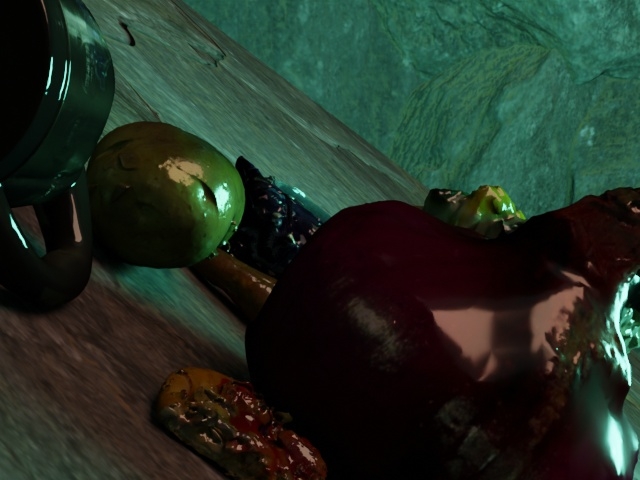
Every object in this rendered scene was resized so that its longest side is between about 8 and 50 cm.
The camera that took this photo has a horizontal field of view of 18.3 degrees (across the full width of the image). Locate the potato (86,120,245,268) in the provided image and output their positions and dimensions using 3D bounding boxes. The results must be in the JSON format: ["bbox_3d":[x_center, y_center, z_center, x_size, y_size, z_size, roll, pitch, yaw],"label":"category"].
[{"bbox_3d":[-0.159,-0.043,1.994,0.169,0.143,0.248,37,1,-5],"label":"potato"}]

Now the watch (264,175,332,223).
[{"bbox_3d":[0.000,0.000,2.641,0.193,0.068,0.206,32,10,-32],"label":"watch"}]

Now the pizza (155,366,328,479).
[{"bbox_3d":[-0.049,0.173,1.709,0.193,0.053,0.201,42,9,4],"label":"pizza"}]

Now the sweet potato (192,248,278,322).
[{"bbox_3d":[-0.050,0.075,2.143,0.255,0.058,0.078,38,-6,-5],"label":"sweet potato"}]

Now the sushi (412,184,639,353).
[{"bbox_3d":[0.183,0.074,2.291,0.285,0.329,0.328,52,17,23],"label":"sushi"}]

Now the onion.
[{"bbox_3d":[0.169,0.094,1.850,0.398,0.420,0.398,40,20,-18],"label":"onion"}]

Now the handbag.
[{"bbox_3d":[-0.058,-0.004,2.289,0.162,0.113,0.260,45,7,-20],"label":"handbag"}]

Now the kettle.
[{"bbox_3d":[-0.268,-0.098,1.669,0.324,0.228,0.321,11,58,-79],"label":"kettle"}]
